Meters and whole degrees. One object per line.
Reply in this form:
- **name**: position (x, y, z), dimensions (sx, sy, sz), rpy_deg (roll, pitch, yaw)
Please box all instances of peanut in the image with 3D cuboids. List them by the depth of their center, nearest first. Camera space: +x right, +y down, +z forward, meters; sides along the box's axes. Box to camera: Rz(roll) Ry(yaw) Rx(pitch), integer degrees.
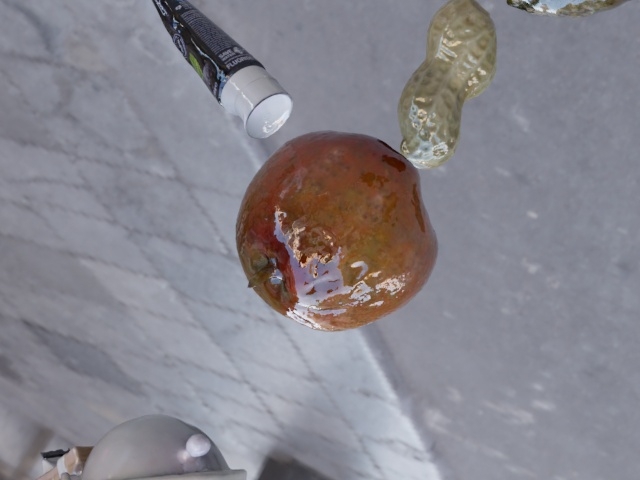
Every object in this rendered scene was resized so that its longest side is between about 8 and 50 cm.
- **peanut**: position (0.213, -0.261, 1.959), dimensions (0.136, 0.298, 0.120), rpy_deg (23, 176, 0)

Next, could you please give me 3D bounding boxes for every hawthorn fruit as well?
- **hawthorn fruit**: position (0.000, 0.000, 1.577), dimensions (0.277, 0.298, 0.277), rpy_deg (26, 133, 31)

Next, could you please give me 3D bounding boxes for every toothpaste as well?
- **toothpaste**: position (-0.093, -0.156, 0.936), dimensions (0.193, 0.045, 0.071), rpy_deg (48, 177, 28)

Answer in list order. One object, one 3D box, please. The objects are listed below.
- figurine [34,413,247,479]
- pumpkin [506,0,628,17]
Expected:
- **figurine**: position (-0.159, 0.227, 1.004), dimensions (0.162, 0.141, 0.237), rpy_deg (6, 157, -44)
- **pumpkin**: position (0.403, -0.449, 1.676), dimensions (0.232, 0.242, 0.325), rpy_deg (19, 144, 12)
